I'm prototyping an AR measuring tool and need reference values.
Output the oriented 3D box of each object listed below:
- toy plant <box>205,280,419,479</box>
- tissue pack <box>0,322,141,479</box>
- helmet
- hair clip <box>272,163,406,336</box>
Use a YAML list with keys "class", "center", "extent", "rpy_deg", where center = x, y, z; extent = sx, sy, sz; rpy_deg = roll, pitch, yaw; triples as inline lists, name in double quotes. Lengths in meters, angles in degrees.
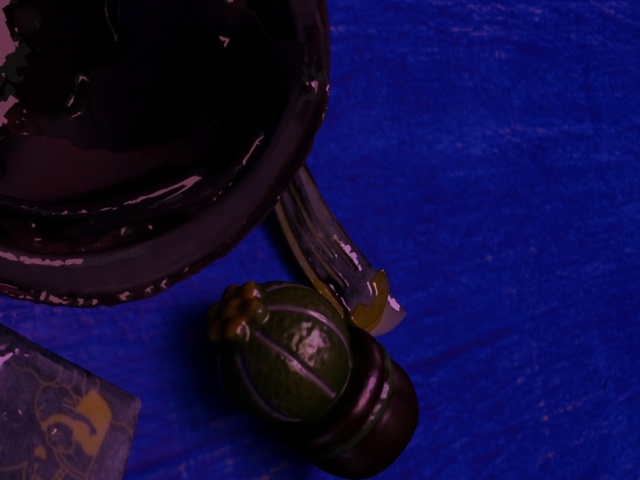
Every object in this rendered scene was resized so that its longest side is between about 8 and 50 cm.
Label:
- class: "toy plant"
  center: [-0.009, 0.085, 0.999]
  extent: [0.162, 0.093, 0.093]
  rpy_deg: [40, 54, -36]
- class: "tissue pack"
  center: [-0.197, 0.162, 0.759]
  extent: [0.185, 0.081, 0.257]
  rpy_deg: [36, 57, -40]
- class: "helmet"
  center: [-0.141, -0.133, 0.772]
  extent: [0.271, 0.197, 0.338]
  rpy_deg: [-20, 93, -13]
- class: "hair clip"
  center: [0.000, 0.000, 1.070]
  extent: [0.060, 0.033, 0.188]
  rpy_deg: [-55, 126, -38]
